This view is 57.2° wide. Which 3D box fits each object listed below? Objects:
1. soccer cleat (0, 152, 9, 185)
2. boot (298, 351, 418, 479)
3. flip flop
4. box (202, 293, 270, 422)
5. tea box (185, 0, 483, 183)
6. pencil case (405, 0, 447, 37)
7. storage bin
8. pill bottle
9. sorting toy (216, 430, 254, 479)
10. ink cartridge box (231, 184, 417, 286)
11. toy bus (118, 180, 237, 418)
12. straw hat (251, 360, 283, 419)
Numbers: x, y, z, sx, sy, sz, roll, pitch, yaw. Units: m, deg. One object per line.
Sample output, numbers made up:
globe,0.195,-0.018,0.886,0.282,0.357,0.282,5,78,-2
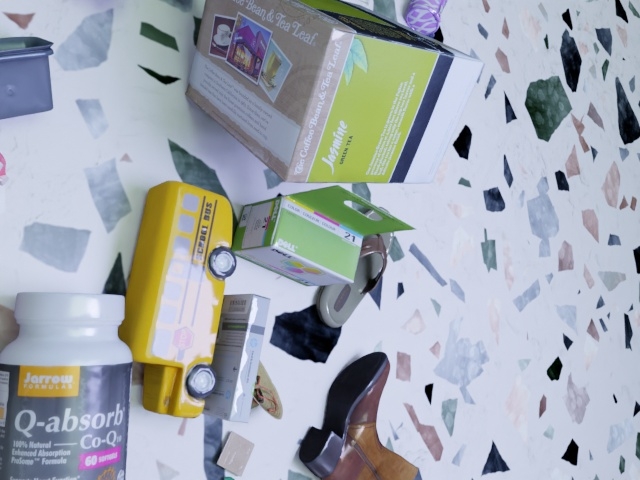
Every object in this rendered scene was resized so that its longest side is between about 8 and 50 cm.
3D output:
soccer cleat,-0.498,-0.046,0.702,0.095,0.083,0.248,40,62,4
boot,0.120,0.392,1.149,0.280,0.096,0.264,47,58,-27
flip flop,0.085,0.052,1.167,0.112,0.080,0.277,48,58,-25
box,-0.147,0.178,0.915,0.038,0.145,0.186,21,71,-35
tea box,0.011,-0.260,0.944,0.323,0.329,0.220,-3,124,-40
pencil case,0.269,-0.583,1.389,0.086,0.088,0.206,37,62,-34
storage bin,-0.424,-0.212,0.772,0.135,0.098,0.091,-23,128,-40
pill bottle,-0.327,0.208,0.750,0.162,0.162,0.278,7,81,-39
sorting toy,-0.148,0.368,0.979,0.062,0.012,0.083,45,56,-33
ink cartridge box,0.000,0.000,0.986,0.188,0.255,0.097,26,69,-35
toy bus,-0.219,0.089,0.888,0.130,0.108,0.333,18,74,-37
straw hat,-0.126,0.248,0.976,0.061,0.144,0.144,-32,111,6
